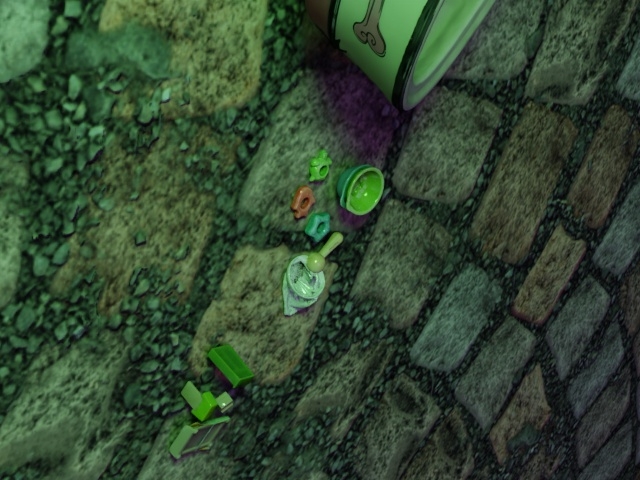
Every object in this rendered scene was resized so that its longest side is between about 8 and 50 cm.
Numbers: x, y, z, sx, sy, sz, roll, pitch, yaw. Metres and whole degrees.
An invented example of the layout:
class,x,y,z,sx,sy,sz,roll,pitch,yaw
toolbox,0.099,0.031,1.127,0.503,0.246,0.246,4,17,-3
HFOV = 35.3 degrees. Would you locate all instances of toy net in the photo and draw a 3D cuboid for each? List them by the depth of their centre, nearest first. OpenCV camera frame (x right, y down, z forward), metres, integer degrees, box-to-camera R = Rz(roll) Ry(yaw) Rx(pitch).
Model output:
class,x,y,z,sx,sy,sz,roll,pitch,yaw
toy net,0.000,0.000,1.335,0.122,0.045,0.232,10,105,-51

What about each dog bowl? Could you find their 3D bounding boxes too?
class,x,y,z,sx,sy,sz,roll,pitch,yaw
dog bowl,0.134,-0.348,1.072,0.408,0.150,0.408,-55,171,-12

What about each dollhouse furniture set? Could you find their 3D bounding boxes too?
class,x,y,z,sx,sy,sz,roll,pitch,yaw
dollhouse furniture set,-0.151,0.211,1.311,0.076,0.058,0.152,-8,138,-55
